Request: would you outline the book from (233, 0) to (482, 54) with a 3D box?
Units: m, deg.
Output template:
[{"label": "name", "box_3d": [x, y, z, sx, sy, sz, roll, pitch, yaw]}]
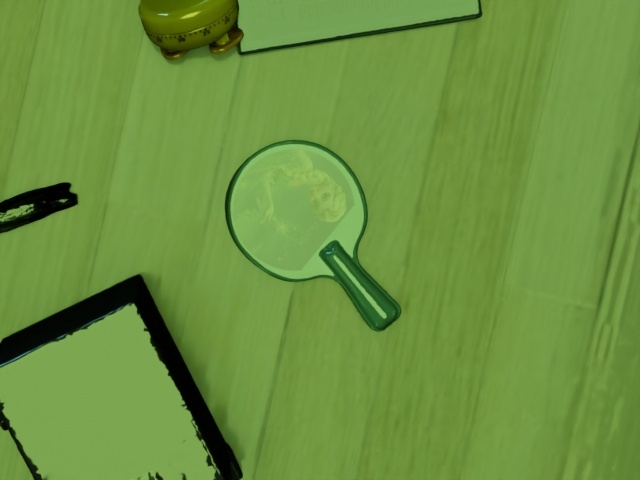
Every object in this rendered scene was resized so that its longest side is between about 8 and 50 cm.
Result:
[{"label": "book", "box_3d": [0.028, -0.313, 1.914, 0.269, 0.025, 0.190, -10, 93, -3]}]

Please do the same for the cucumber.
[{"label": "cucumber", "box_3d": [-0.327, -0.030, 1.900, 0.135, 0.034, 0.033, -21, 88, -2]}]

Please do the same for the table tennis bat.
[{"label": "table tennis bat", "box_3d": [0.000, 0.000, 1.918, 0.149, 0.038, 0.237, -39, 90, -2]}]

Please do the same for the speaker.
[{"label": "speaker", "box_3d": [-0.210, 0.192, 1.815, 0.184, 0.232, 0.254, -26, 97, -2]}]

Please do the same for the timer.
[{"label": "timer", "box_3d": [-0.140, -0.252, 1.864, 0.107, 0.107, 0.109, -19, 123, -2]}]
